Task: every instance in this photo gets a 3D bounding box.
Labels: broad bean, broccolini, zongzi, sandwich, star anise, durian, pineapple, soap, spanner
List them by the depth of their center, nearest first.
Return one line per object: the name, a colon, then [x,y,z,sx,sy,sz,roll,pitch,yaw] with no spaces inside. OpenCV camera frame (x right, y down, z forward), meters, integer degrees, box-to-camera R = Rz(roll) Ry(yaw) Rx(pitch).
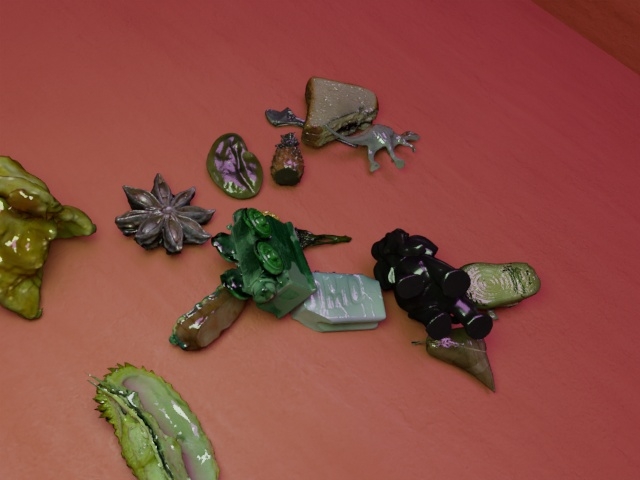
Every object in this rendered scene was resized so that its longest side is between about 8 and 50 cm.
durian: [-0.304,0.387,0.917,0.158,0.169,0.352,-30,71,-29]
star anise: [-0.398,-0.053,1.201,0.236,0.109,0.223,19,50,-21]
soap: [0.037,0.154,1.212,0.230,0.091,0.145,1,59,-18]
zongzi: [0.351,0.319,1.220,0.189,0.081,0.178,-7,72,-14]
broccolini: [-0.005,0.002,1.330,0.201,0.058,0.074,6,71,-31]
broad bean: [-0.250,-0.216,1.363,0.153,0.072,0.207,-15,66,-10]
pineapple: [-0.096,-0.255,1.419,0.108,0.108,0.198,10,51,-11]
sandwich: [0.066,-0.406,1.535,0.254,0.100,0.288,15,49,-11]
spanner: [-0.026,-0.371,1.552,0.325,0.026,0.093,19,54,-6]

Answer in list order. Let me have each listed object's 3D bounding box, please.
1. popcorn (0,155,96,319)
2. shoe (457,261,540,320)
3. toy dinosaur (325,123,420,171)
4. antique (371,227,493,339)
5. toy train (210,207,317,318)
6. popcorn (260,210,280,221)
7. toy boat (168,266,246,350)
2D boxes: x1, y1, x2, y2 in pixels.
popcorn: [-0.675,-0.029,1.021,0.290,0.321,0.325,38,37,28]
shoe: [0.494,0.141,1.335,0.262,0.128,0.140,-9,54,-10]
toy dinosaur: [0.177,-0.311,1.522,0.392,0.092,0.206,5,56,-23]
antique: [0.260,0.108,1.203,0.185,0.255,0.322,-36,112,3]
toy train: [-0.140,0.044,1.128,0.202,0.145,0.266,30,29,-47]
popcorn: [-0.144,-0.043,1.288,0.082,0.083,0.057,51,59,-21]
toy boat: [-0.235,0.147,1.132,0.099,0.108,0.293,12,44,29]
